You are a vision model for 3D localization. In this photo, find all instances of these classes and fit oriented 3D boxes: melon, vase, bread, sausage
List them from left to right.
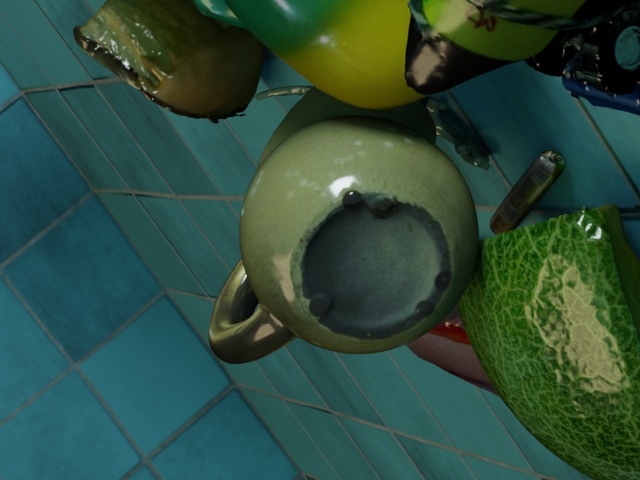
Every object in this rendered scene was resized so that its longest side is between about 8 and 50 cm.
[{"bbox_3d":[-0.165,-0.253,2.383,0.204,0.162,0.262,46,-155,9],"label":"bread"},{"bbox_3d":[0.000,0.000,1.919,0.241,0.329,0.302,41,-168,-22],"label":"vase"},{"bbox_3d":[0.226,-0.050,2.033,0.033,0.033,0.269,48,163,7],"label":"sausage"},{"bbox_3d":[0.297,0.131,1.932,0.331,0.226,0.343,-25,86,59],"label":"melon"}]

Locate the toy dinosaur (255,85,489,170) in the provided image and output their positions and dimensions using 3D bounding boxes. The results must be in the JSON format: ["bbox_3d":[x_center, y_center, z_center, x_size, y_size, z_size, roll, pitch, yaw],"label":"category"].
[{"bbox_3d":[0.043,-0.173,2.141,0.383,0.076,0.129,28,160,41],"label":"toy dinosaur"}]

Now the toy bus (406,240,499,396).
[{"bbox_3d":[0.200,0.090,2.219,0.127,0.147,0.303,51,165,-23],"label":"toy bus"}]

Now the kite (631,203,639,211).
[{"bbox_3d":[0.428,0.096,1.869,0.321,0.016,0.234,56,161,-21],"label":"kite"}]

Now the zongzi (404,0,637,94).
[{"bbox_3d":[0.247,-0.261,1.273,0.362,0.319,0.383,24,155,2],"label":"zongzi"}]

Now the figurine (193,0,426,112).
[{"bbox_3d":[0.014,-0.269,1.740,0.340,0.231,0.323,45,133,-16],"label":"figurine"}]

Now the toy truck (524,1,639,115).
[{"bbox_3d":[0.233,-0.192,1.538,0.208,0.126,0.113,46,167,-36],"label":"toy truck"}]
